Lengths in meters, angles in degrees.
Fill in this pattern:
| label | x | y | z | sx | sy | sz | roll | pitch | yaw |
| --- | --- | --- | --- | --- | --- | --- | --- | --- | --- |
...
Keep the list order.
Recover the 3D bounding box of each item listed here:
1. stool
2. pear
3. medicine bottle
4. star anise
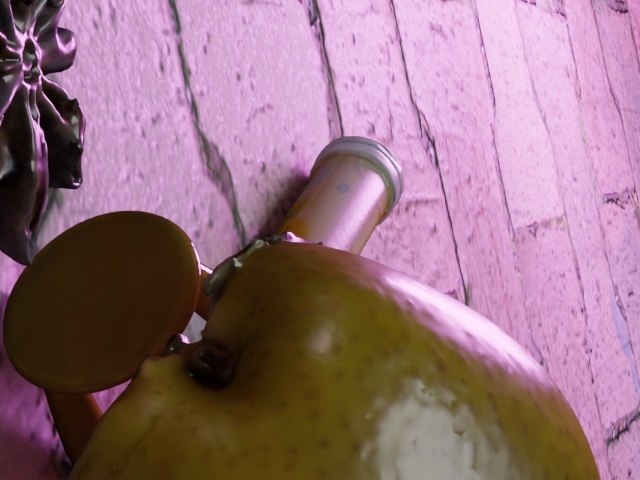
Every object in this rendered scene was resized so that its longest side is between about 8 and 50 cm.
| label | x | y | z | sx | sy | sz | roll | pitch | yaw |
| --- | --- | --- | --- | --- | --- | --- | --- | --- | --- |
| stool | -0.097 | 0.058 | 0.879 | 0.135 | 0.134 | 0.110 | -43 | 137 | -11 |
| pear | 0.030 | 0.201 | 0.841 | 0.340 | 0.191 | 0.386 | -48 | 142 | -28 |
| medicine bottle | 0.000 | 0.000 | 1.203 | 0.218 | 0.074 | 0.074 | -59 | 134 | -57 |
| star anise | -0.170 | -0.100 | 0.793 | 0.209 | 0.089 | 0.231 | 23 | 64 | -79 |
